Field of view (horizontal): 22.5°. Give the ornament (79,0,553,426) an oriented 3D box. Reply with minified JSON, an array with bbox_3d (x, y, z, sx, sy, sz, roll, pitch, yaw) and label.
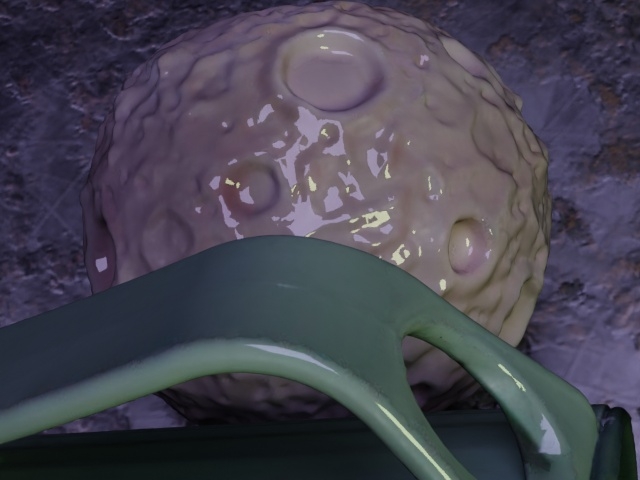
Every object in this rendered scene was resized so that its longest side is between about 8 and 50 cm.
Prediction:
[{"bbox_3d":[0.000,0.000,0.877,0.259,0.259,0.225,-10,77,4],"label":"ornament"}]

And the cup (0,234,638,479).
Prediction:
[{"bbox_3d":[-0.032,0.186,0.738,0.392,0.310,0.401,0,97,14],"label":"cup"}]
